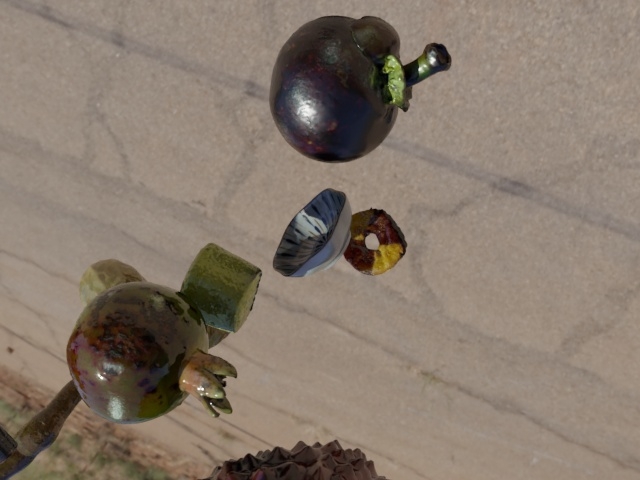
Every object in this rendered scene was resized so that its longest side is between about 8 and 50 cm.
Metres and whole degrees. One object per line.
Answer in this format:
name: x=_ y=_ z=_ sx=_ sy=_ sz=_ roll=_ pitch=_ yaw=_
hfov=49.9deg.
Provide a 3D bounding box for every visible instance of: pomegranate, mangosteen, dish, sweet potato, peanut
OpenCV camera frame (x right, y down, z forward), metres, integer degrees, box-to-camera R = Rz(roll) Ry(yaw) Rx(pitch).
pomegranate: x=-0.229 y=0.170 z=0.937 sx=0.246 sy=0.198 sz=0.198 roll=46 pitch=151 yaw=12
mangosteen: x=0.058 y=-0.238 z=1.071 sx=0.289 sy=0.231 sz=0.231 roll=-1 pitch=138 yaw=35
dish: x=0.000 y=0.000 z=1.208 sx=0.066 sy=0.190 sz=0.191 roll=36 pitch=149 yaw=-24
sweet potato: x=-0.503 y=0.341 z=1.248 sx=0.067 sy=0.274 sz=0.067 roll=32 pitch=156 yaw=16
peanut: x=-0.328 y=0.148 z=1.227 sx=0.290 sy=0.130 sz=0.130 roll=45 pitch=158 yaw=30

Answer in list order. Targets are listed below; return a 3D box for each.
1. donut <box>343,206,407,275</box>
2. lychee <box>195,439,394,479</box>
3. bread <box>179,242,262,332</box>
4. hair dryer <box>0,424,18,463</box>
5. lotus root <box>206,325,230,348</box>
donut: x=0.107 y=0.007 z=1.402 sx=0.140 sy=0.140 sz=0.059 roll=21 pitch=167 yaw=12
lychee: x=-0.048 y=0.516 z=0.993 sx=0.425 sy=0.424 sz=0.500 roll=23 pitch=121 yaw=8
bread: x=-0.165 y=0.080 z=1.090 sx=0.114 sy=0.111 sz=0.129 roll=20 pitch=121 yaw=4
hair dryer: x=-0.565 y=0.296 z=0.970 sx=0.050 sy=0.195 sz=0.173 roll=-2 pitch=124 yaw=59
lotus root: x=-0.298 y=0.223 z=1.561 sx=0.110 sy=0.258 sz=0.097 roll=-7 pitch=114 yaw=51
